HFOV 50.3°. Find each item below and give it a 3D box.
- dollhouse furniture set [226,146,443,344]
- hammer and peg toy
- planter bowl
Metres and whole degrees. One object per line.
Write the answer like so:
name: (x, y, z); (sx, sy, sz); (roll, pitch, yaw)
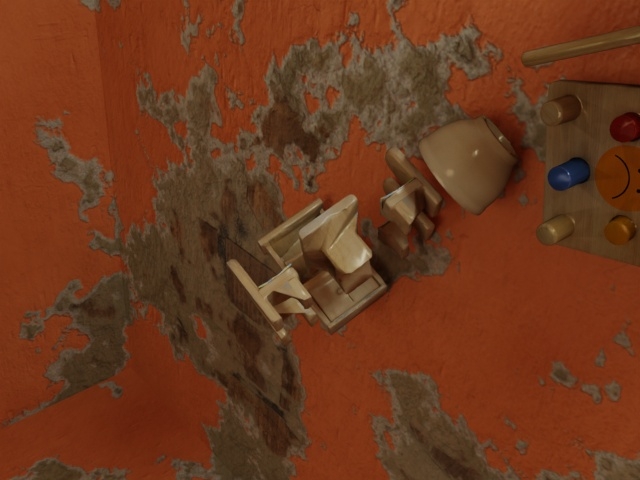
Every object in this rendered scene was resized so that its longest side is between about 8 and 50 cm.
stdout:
dollhouse furniture set: (0.000, 0.000, 1.341); (0.256, 0.362, 0.394); (51, 170, 18)
hammer and peg toy: (0.420, -0.140, 0.929); (0.266, 0.127, 0.361); (19, 122, 47)
planter bowl: (0.255, -0.138, 1.124); (0.109, 0.162, 0.162); (-40, 75, 25)
